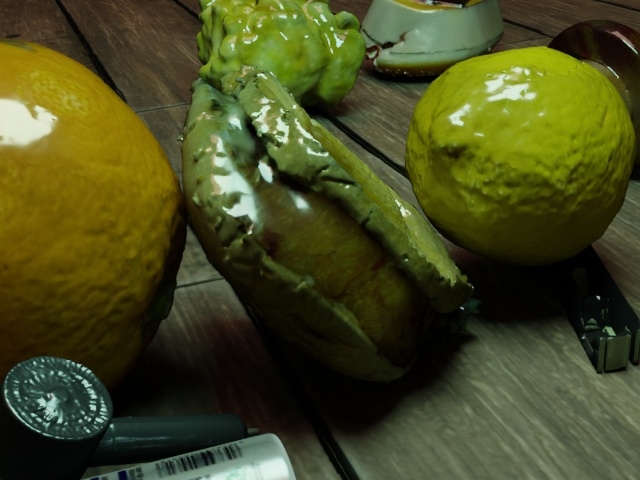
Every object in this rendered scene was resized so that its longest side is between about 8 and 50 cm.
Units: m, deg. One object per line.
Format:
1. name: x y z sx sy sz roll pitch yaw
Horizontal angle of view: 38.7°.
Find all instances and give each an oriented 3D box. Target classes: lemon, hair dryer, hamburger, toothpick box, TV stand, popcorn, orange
1. lemon: 0.184 -0.077 0.839 0.204 0.204 0.260 18 10 38
2. hair dryer: -0.133 0.144 0.631 0.219 0.124 0.071 4 40 -40
3. hamburger: 0.202 -0.377 1.624 0.227 0.152 0.295 18 28 28
4. toothpick box: 0.276 -0.143 1.076 0.294 0.192 0.192 -25 32 -27
5. TV stand: 0.245 0.040 0.855 0.042 0.036 0.249 -4 25 2
6. popcorn: -0.073 -0.306 1.417 0.241 0.235 0.250 10 37 -30
7. orange: -0.252 0.000 0.701 0.312 0.312 0.312 -3 25 1
8. hamburger: 0.000 0.000 0.727 0.132 0.309 0.211 -42 16 13

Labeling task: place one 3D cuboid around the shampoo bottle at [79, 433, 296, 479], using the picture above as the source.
1. shampoo bottle: -0.161 0.192 0.525 0.303 0.092 0.092 -12 26 -15
